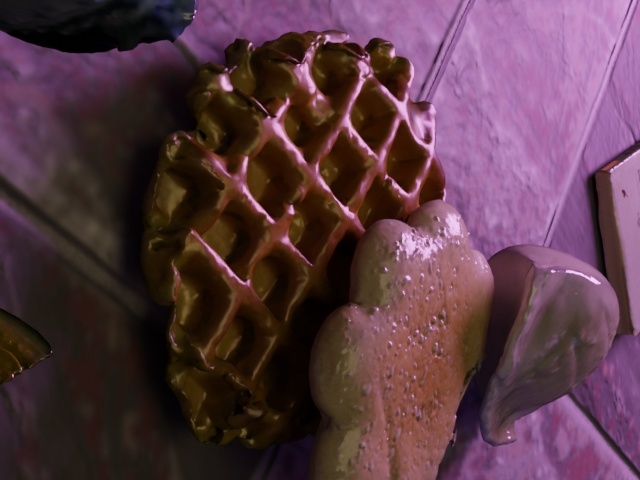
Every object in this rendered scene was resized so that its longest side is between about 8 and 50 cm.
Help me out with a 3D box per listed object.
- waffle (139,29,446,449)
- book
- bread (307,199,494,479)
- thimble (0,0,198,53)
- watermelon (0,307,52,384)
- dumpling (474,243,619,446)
[{"bbox_3d":[0.000,0.000,0.786,0.325,0.068,0.302,-13,102,-46],"label":"waffle"},{"bbox_3d":[0.410,-0.033,1.283,0.289,0.026,0.201,-28,112,-44],"label":"book"},{"bbox_3d":[0.060,0.084,0.779,0.251,0.039,0.182,-63,142,-27],"label":"bread"},{"bbox_3d":[-0.137,-0.201,0.493,0.150,0.237,0.237,10,85,-48],"label":"thimble"},{"bbox_3d":[-0.231,0.069,0.514,0.181,0.092,0.075,-30,101,-35],"label":"watermelon"},{"bbox_3d":[0.180,0.094,0.942,0.179,0.131,0.252,-65,169,0],"label":"dumpling"}]
